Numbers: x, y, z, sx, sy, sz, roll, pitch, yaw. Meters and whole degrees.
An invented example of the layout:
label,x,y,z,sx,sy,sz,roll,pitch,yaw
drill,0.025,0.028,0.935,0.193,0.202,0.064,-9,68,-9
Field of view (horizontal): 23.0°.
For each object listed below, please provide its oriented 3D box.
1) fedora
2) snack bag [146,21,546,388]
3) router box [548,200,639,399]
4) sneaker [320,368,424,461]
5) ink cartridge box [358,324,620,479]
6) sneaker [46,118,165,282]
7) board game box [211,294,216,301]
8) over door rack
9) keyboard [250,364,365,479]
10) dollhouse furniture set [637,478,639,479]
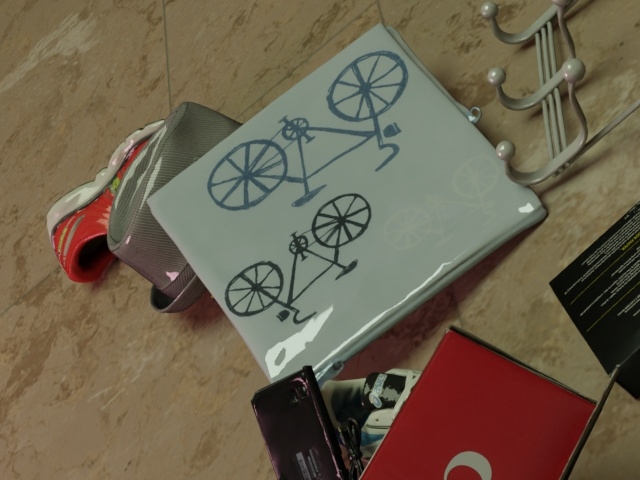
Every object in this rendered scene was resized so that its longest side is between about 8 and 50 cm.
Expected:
label,x,y,z,sx,sy,sz,roll,pitch,yaw
fedora,-0.151,-0.058,1.770,0.275,0.124,0.243,-62,17,-12
snack bag,0.023,-0.035,1.553,0.323,0.037,0.342,-37,49,-1
router box,0.283,0.023,1.269,0.179,0.046,0.133,-44,34,14
sneaker,0.091,0.147,1.357,0.237,0.086,0.085,-12,48,44
ink cartridge box,0.066,0.229,1.081,0.309,0.130,0.272,-57,-13,-29
sneaker,-0.221,-0.044,1.944,0.279,0.107,0.118,-40,53,25
board game box,0.000,0.000,1.634,0.194,0.060,0.194,8,65,54
over door rack,0.283,-0.223,1.442,0.324,0.108,0.239,-32,37,29
keyboard,0.005,0.201,1.386,0.108,0.023,0.180,-30,75,39
dollhouse furniture set,0.270,0.322,0.978,0.303,0.198,0.286,42,131,32
